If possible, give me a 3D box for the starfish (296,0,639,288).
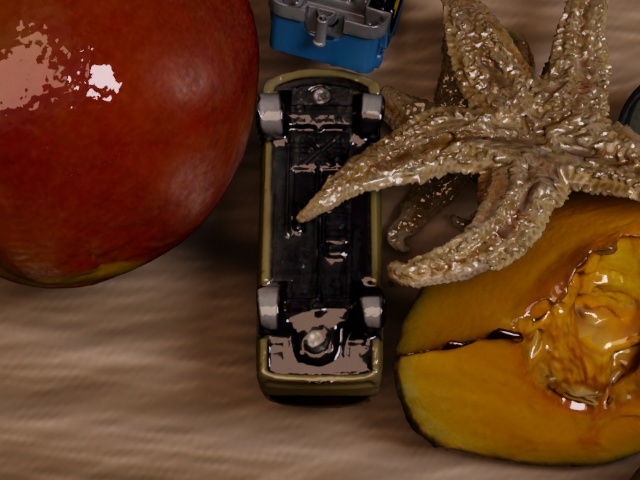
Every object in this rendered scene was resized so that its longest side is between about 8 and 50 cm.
[{"bbox_3d":[0.140,-0.091,1.305,0.299,0.060,0.302,1,60,9],"label":"starfish"}]

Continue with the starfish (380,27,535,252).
[{"bbox_3d":[0.108,-0.085,1.396,0.150,0.053,0.209,29,84,13],"label":"starfish"}]

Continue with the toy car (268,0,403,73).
[{"bbox_3d":[0.022,-0.201,1.395,0.097,0.100,0.191,16,47,6],"label":"toy car"}]

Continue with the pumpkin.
[{"bbox_3d":[0.219,0.061,1.335,0.312,0.169,0.148,-16,39,17],"label":"pumpkin"}]

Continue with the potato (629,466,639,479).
[{"bbox_3d":[0.330,0.268,1.217,0.289,0.237,0.301,26,82,8],"label":"potato"}]

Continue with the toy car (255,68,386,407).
[{"bbox_3d":[0.000,0.000,1.353,0.101,0.124,0.256,0,69,0],"label":"toy car"}]

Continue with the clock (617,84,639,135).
[{"bbox_3d":[0.304,-0.054,1.317,0.040,0.184,0.184,-32,76,-39],"label":"clock"}]

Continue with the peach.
[{"bbox_3d":[-0.193,-0.135,1.315,0.308,0.308,0.332,25,66,8],"label":"peach"}]
